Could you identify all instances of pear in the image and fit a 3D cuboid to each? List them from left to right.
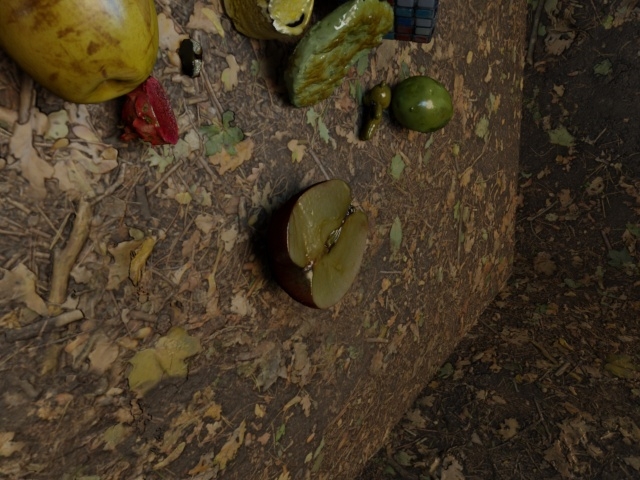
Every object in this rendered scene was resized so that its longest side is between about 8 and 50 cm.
[{"bbox_3d":[-0.402,-0.375,0.684,0.281,0.281,0.280,-17,113,-46],"label":"pear"}]

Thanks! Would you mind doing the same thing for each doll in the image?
[{"bbox_3d":[0.183,-0.460,1.480,0.137,0.097,0.209,-19,130,-87],"label":"doll"}]

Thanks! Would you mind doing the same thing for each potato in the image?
[{"bbox_3d":[0.402,-0.526,1.615,0.304,0.216,0.215,-6,105,-43],"label":"potato"}]

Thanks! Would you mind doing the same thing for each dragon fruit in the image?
[{"bbox_3d":[-0.382,-0.266,0.880,0.111,0.153,0.153,-15,119,-2],"label":"dragon fruit"}]

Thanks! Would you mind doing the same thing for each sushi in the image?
[{"bbox_3d":[-0.301,-0.425,0.973,0.046,0.044,0.083,-31,127,-66],"label":"sushi"}]

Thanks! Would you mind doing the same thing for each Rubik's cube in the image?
[{"bbox_3d":[0.212,-0.777,1.194,0.292,0.287,0.293,-5,105,-80],"label":"Rubik's cube"}]

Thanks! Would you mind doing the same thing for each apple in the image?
[{"bbox_3d":[0.000,0.000,1.248,0.365,0.295,0.328,-57,173,-27],"label":"apple"}]

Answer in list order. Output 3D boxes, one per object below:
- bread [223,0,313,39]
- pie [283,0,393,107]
[{"bbox_3d":[-0.122,-0.592,1.020,0.197,0.170,0.197,-23,127,-35],"label":"bread"},{"bbox_3d":[0.037,-0.509,1.129,0.078,0.371,0.296,54,22,6],"label":"pie"}]
